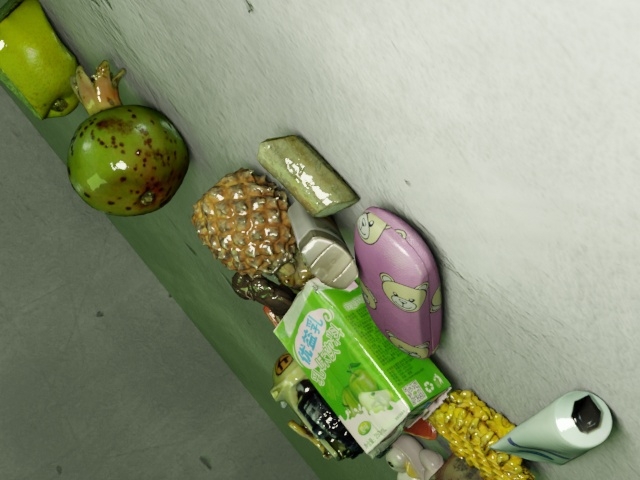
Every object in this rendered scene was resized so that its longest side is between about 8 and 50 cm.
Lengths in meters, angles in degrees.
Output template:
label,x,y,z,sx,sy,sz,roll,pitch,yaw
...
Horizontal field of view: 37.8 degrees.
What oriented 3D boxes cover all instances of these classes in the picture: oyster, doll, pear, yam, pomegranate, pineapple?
label,x,y,z,sx,sy,sz,roll,pitch,yaw
oyster,-0.061,0.016,1.635,0.345,0.079,0.128,45,155,23
doll,-0.094,0.087,1.588,0.139,0.057,0.165,29,172,20
pear,-0.609,-0.383,1.993,0.292,0.159,0.292,46,167,13
yam,-0.018,-0.088,1.271,0.146,0.070,0.070,46,164,6
pomegranate,-0.359,-0.187,1.768,0.231,0.231,0.285,100,168,-70
pineapple,-0.107,-0.017,1.507,0.193,0.166,0.166,48,164,1
doll,0.224,0.479,1.900,0.160,0.094,0.365,54,163,-8

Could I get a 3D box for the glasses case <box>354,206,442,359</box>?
label,x,y,z,sx,sy,sz,roll,pitch,yaw
glasses case,0.107,0.065,1.273,0.123,0.076,0.316,42,163,28

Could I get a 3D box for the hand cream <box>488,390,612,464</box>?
label,x,y,z,sx,sy,sz,roll,pitch,yaw
hand cream,0.304,0.258,1.227,0.109,0.067,0.320,12,160,4

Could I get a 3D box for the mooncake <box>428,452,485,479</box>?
label,x,y,z,sx,sy,sz,roll,pitch,yaw
mooncake,0.260,0.421,1.607,0.130,0.125,0.073,34,154,32

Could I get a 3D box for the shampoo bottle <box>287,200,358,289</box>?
label,x,y,z,sx,sy,sz,roll,pitch,yaw
shampoo bottle,0.000,0.000,1.306,0.086,0.056,0.227,40,-172,-14

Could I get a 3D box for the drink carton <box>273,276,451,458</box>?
label,x,y,z,sx,sy,sz,roll,pitch,yaw
drink carton,0.063,0.186,1.474,0.271,0.108,0.161,50,135,16

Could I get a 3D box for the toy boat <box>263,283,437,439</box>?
label,x,y,z,sx,sy,sz,roll,pitch,yaw
toy boat,0.066,0.216,1.690,0.392,0.136,0.079,41,-168,13

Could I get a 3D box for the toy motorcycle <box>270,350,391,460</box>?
label,x,y,z,sx,sy,sz,roll,pitch,yaw
toy motorcycle,0.025,0.330,1.841,0.237,0.169,0.410,48,179,21

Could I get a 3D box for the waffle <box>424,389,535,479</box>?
label,x,y,z,sx,sy,sz,roll,pitch,yaw
waffle,0.262,0.319,1.477,0.197,0.070,0.193,45,164,2
